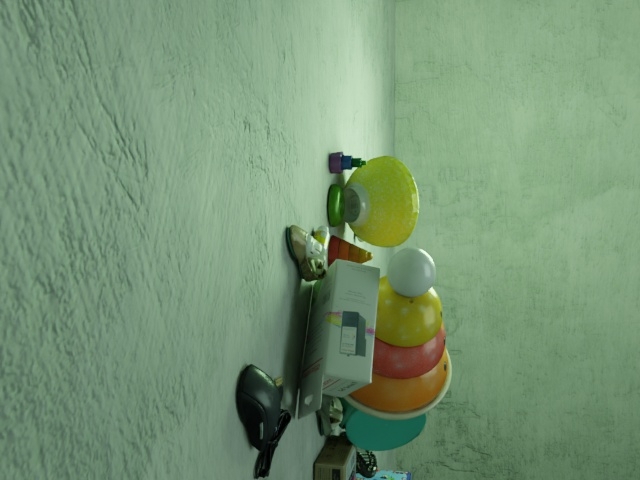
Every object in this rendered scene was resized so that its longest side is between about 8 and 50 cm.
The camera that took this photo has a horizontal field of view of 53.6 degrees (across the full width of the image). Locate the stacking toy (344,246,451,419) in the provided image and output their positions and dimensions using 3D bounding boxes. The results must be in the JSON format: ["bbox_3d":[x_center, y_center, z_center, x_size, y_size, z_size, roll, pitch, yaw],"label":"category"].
[{"bbox_3d":[0.206,0.207,1.632,0.480,0.351,0.350,96,6,-47],"label":"stacking toy"}]

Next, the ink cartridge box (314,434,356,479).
[{"bbox_3d":[0.046,0.692,1.818,0.235,0.088,0.193,-15,105,-78],"label":"ink cartridge box"}]

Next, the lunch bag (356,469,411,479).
[{"bbox_3d":[0.202,0.972,2.230,0.138,0.221,0.293,-2,93,-77],"label":"lunch bag"}]

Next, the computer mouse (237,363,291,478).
[{"bbox_3d":[-0.092,0.318,1.228,0.184,0.060,0.262,-69,157,-54],"label":"computer mouse"}]

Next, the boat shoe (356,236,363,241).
[{"bbox_3d":[0.161,-0.068,2.315,0.059,0.063,0.170,79,27,-52],"label":"boat shoe"}]

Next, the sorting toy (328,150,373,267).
[{"bbox_3d":[0.093,-0.077,1.856,0.127,0.126,0.365,-35,126,-74],"label":"sorting toy"}]

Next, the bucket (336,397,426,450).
[{"bbox_3d":[0.176,0.478,1.886,0.183,0.281,0.281,-102,-176,-54],"label":"bucket"}]

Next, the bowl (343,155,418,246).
[{"bbox_3d":[0.150,-0.115,1.963,0.156,0.289,0.289,-7,101,-33],"label":"bowl"}]

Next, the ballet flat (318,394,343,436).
[{"bbox_3d":[0.029,0.482,1.762,0.072,0.068,0.213,-75,162,-45],"label":"ballet flat"}]

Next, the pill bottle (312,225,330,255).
[{"bbox_3d":[0.000,0.000,1.635,0.083,0.043,0.043,-76,162,-46],"label":"pill bottle"}]

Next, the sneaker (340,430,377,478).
[{"bbox_3d":[0.116,0.703,2.008,0.234,0.078,0.106,-148,-114,-68],"label":"sneaker"}]

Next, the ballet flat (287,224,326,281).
[{"bbox_3d":[-0.025,0.029,1.474,0.206,0.067,0.073,71,23,-57],"label":"ballet flat"}]

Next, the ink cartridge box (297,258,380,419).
[{"bbox_3d":[0.043,0.248,1.513,0.207,0.119,0.353,128,-27,-62],"label":"ink cartridge box"}]
